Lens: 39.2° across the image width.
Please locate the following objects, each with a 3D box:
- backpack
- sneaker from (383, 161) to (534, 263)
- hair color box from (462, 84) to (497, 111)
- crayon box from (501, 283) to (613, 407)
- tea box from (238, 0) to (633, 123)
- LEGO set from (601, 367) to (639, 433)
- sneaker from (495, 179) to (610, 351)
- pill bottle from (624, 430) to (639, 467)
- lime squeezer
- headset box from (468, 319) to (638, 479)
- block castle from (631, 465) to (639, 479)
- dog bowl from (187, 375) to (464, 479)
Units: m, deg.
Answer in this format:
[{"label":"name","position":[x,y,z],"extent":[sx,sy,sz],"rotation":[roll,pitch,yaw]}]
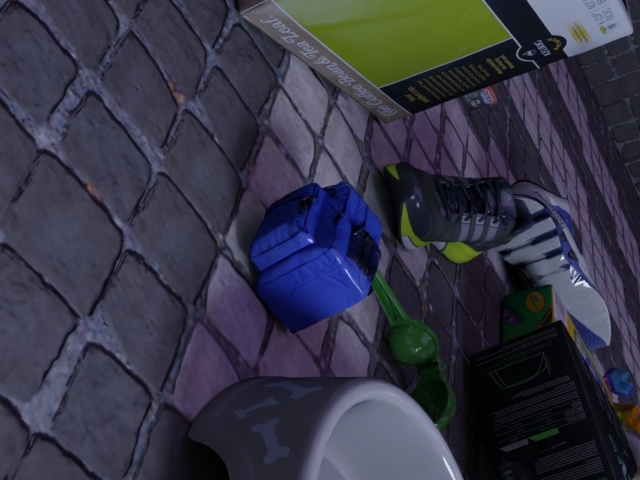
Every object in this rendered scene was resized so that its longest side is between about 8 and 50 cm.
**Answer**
[{"label":"backpack","position":[0.000,0.000,0.781],"extent":[0.101,0.098,0.120],"rotation":[56,31,-21]},{"label":"sneaker","position":[0.173,-0.046,1.117],"extent":[0.300,0.121,0.111],"rotation":[11,63,-61]},{"label":"hair color box","position":[0.265,-0.309,1.548],"extent":[0.093,0.053,0.167],"rotation":[54,32,-32]},{"label":"crayon box","position":[0.363,0.222,1.352],"extent":[0.278,0.081,0.165],"rotation":[55,31,-30]},{"label":"tea box","position":[0.121,-0.319,0.968],"extent":[0.329,0.324,0.219],"rotation":[25,52,-57]},{"label":"LEGO set","position":[0.493,0.294,1.567],"extent":[0.087,0.093,0.227],"rotation":[-44,124,-30]},{"label":"sneaker","position":[0.386,0.023,1.477],"extent":[0.315,0.128,0.182],"rotation":[60,30,-18]},{"label":"pill bottle","position":[0.504,0.409,1.462],"extent":[0.215,0.117,0.117],"rotation":[51,32,-34]},{"label":"lime squeezer","position":[0.083,0.135,0.923],"extent":[0.110,0.059,0.310],"rotation":[-5,77,-32]},{"label":"headset box","position":[0.309,0.289,1.092],"extent":[0.246,0.131,0.283],"rotation":[51,22,-38]},{"label":"block castle","position":[0.323,0.391,0.720],"extent":[0.213,0.303,0.453],"rotation":[-1,115,-53]},{"label":"dog bowl","position":[0.028,0.260,0.659],"extent":[0.349,0.102,0.348],"rotation":[41,39,-45]}]
